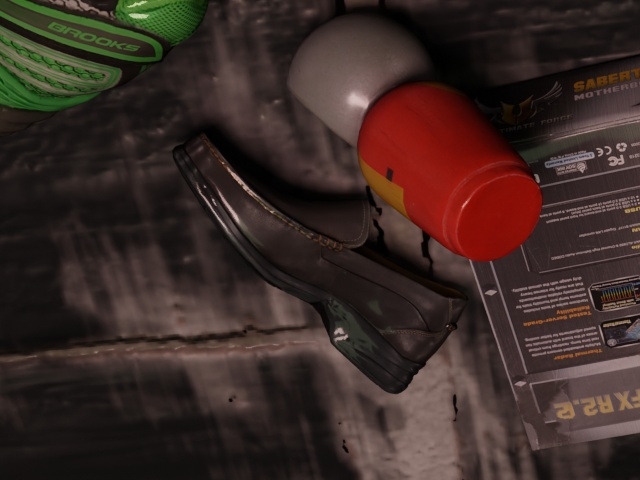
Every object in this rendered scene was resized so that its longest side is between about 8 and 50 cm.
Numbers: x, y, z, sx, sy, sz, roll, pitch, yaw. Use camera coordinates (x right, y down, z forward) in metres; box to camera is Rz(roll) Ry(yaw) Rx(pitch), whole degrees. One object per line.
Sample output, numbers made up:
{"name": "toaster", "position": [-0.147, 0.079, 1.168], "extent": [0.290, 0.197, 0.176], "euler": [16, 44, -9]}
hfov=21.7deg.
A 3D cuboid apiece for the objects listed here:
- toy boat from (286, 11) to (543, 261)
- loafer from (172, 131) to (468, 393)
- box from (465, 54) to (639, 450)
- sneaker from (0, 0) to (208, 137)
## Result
{"name": "toy boat", "position": [0.027, -0.146, 0.634], "extent": [0.267, 0.148, 0.318], "euler": [-19, 130, -19]}
{"name": "loafer", "position": [0.000, 0.000, 0.809], "extent": [0.061, 0.062, 0.170], "euler": [-44, 115, 7]}
{"name": "box", "position": [0.188, -0.002, 0.777], "extent": [0.231, 0.056, 0.183], "euler": [-12, 124, 15]}
{"name": "sneaker", "position": [-0.164, -0.195, 0.634], "extent": [0.146, 0.134, 0.343], "euler": [-17, 131, 31]}
